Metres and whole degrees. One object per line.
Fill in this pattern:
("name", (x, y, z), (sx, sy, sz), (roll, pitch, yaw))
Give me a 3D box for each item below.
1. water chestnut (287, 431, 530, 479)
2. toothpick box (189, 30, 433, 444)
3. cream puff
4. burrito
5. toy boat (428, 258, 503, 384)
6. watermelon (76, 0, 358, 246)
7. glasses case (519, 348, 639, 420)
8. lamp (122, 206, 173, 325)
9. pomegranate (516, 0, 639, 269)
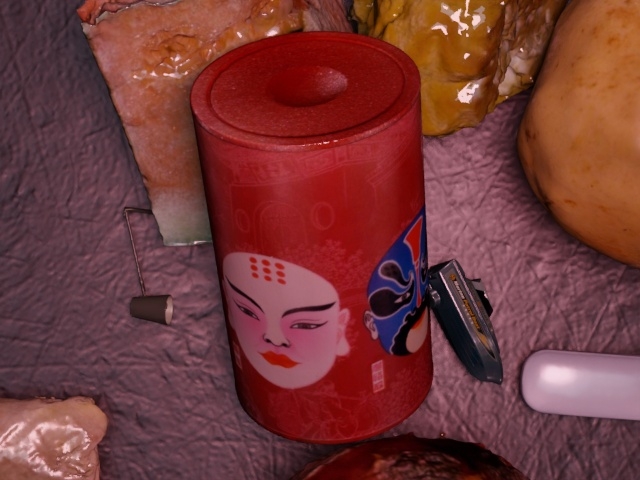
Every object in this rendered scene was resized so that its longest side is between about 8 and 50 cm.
("water chestnut", (0.097, 0.354, 1.248), (0.350, 0.302, 0.351), (-12, 114, -27))
("toothpick box", (0.000, 0.000, 1.235), (0.204, 0.204, 0.333), (-8, 126, -2))
("cream puff", (0.127, -0.236, 1.310), (0.185, 0.282, 0.282), (21, 89, 20))
("burrito", (-0.377, 0.229, 1.351), (0.347, 0.107, 0.175), (8, 76, -4))
("toy boat", (0.154, 0.088, 1.389), (0.060, 0.055, 0.141), (-26, 91, -25))
("watermelon", (-0.079, -0.164, 1.320), (0.264, 0.151, 0.302), (-20, 126, 0))
("glasses case", (0.298, 0.151, 1.397), (0.178, 0.045, 0.067), (4, 90, -2))
("lamp", (-0.181, 0.026, 1.391), (0.054, 0.041, 0.121), (3, 93, 7))
("pomegranate", (0.355, -0.114, 1.270), (0.332, 0.332, 0.333), (0, 90, -2))
